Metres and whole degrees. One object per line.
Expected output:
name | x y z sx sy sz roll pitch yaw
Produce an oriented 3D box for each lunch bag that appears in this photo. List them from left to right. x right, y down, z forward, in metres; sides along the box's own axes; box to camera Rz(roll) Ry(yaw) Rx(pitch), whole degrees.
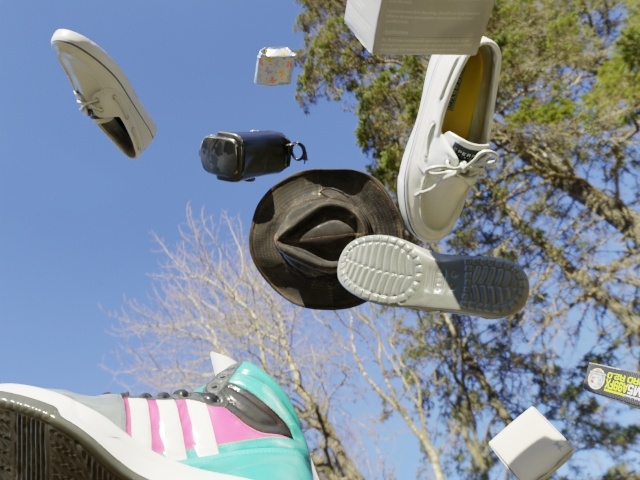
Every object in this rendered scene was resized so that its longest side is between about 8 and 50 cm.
lunch bag | -0.102 -0.374 0.995 0.083 0.053 0.071 -20 -38 -33

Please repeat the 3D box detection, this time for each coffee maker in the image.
coffee maker | -0.151 -0.199 1.040 0.171 0.178 0.120 -13 -82 31

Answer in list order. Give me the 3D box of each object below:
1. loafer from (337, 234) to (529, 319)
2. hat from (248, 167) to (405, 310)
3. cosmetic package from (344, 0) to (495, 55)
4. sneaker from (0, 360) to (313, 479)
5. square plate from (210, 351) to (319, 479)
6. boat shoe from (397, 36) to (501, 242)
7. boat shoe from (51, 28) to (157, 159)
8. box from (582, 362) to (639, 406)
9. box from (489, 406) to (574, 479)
loafer | 0.138 0.058 0.605 0.087 0.251 0.094 38 -112 -55
hat | 0.000 0.000 0.920 0.331 0.134 0.331 1 -87 11
cosmetic package | 0.108 -0.300 0.417 0.127 0.107 0.238 -4 -48 -17
sneaker | -0.136 0.173 0.427 0.295 0.178 0.124 22 -77 -1
square plate | -0.079 0.409 0.902 0.049 0.344 0.347 -29 -37 0
boat shoe | 0.234 -0.152 0.787 0.135 0.156 0.367 6 -70 -13
boat shoe | -0.407 -0.258 0.867 0.096 0.088 0.267 9 -27 14
box | 0.684 0.312 0.862 0.270 0.216 0.060 21 -99 -8
box | 0.536 0.526 1.163 0.148 0.121 0.311 -41 -36 2
